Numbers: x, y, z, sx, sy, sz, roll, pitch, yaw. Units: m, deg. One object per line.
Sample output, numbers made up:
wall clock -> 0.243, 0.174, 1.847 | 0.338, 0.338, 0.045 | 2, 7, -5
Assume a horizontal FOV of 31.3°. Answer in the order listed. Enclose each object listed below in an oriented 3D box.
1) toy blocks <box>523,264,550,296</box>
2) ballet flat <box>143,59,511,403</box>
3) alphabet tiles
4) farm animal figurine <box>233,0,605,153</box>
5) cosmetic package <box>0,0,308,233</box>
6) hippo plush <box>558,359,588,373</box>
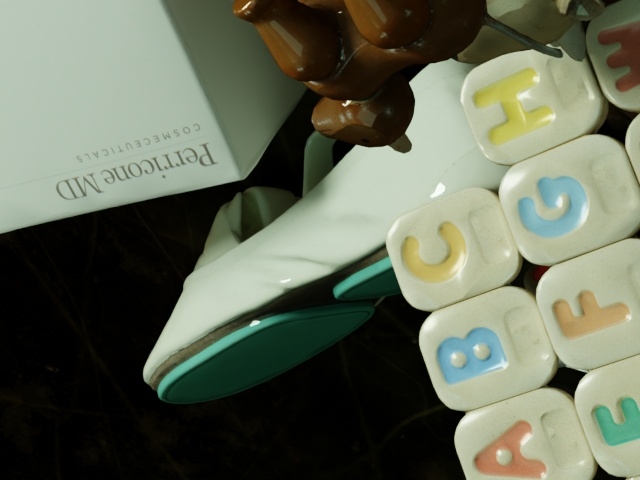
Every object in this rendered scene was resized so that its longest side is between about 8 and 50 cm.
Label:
toy blocks -> 0.141, -0.001, 0.779 | 0.123, 0.054, 0.148 | 23, 129, 6
ballet flat -> 0.000, 0.000, 0.791 | 0.139, 0.139, 0.400 | 45, 137, -11
alphabet tiles -> 0.178, 0.020, 0.569 | 0.278, 0.021, 0.284 | -22, 82, 20
farm animal figurine -> 0.088, -0.183, 0.539 | 0.327, 0.330, 0.172 | -36, 125, 24
cosmetic package -> -0.182, -0.212, 0.703 | 0.217, 0.156, 0.385 | -13, 116, 27
hippo plush -> 0.288, 0.019, 0.664 | 0.294, 0.234, 0.236 | 26, 106, 33
